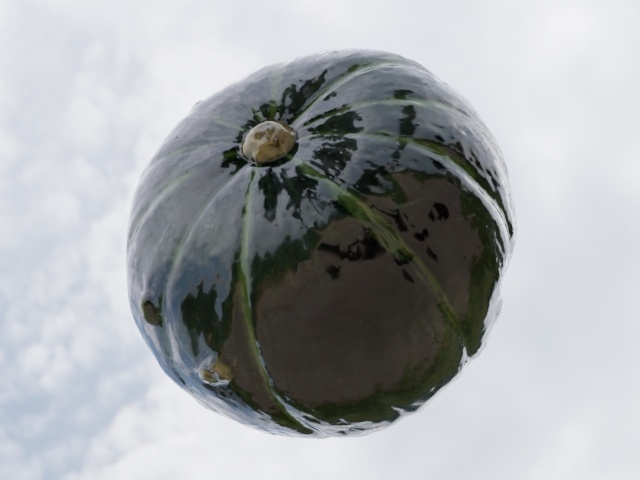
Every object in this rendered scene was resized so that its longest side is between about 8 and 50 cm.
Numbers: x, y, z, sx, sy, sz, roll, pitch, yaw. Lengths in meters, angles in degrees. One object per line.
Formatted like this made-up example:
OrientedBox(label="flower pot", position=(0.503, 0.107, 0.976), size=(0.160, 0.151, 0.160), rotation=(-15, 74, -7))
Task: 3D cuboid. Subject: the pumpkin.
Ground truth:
OrientedBox(label="pumpkin", position=(0.000, 0.000, 1.162), size=(0.323, 0.323, 0.241), rotation=(-34, -55, 0))
